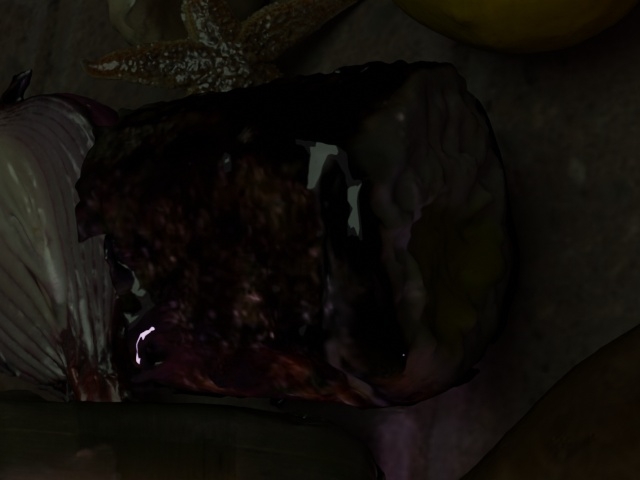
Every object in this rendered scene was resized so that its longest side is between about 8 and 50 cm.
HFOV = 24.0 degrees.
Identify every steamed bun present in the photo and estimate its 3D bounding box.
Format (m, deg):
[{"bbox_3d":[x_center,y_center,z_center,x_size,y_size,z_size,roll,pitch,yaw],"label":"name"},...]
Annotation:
[{"bbox_3d":[-0.152,-0.270,1.539,0.172,0.141,0.155,-54,42,-1],"label":"steamed bun"}]

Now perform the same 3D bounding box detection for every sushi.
[{"bbox_3d":[-0.002,-0.001,1.240,0.294,0.299,0.281,-6,83,32],"label":"sushi"}]

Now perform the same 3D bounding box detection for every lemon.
[{"bbox_3d":[0.160,-0.275,1.292,0.288,0.233,0.233,22,84,37],"label":"lemon"}]

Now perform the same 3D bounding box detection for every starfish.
[{"bbox_3d":[-0.067,-0.154,1.446,0.295,0.048,0.231,-19,78,-12],"label":"starfish"}]

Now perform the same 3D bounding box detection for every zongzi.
[{"bbox_3d":[-0.128,0.300,1.317,0.356,0.393,0.174,3,41,-4],"label":"zongzi"}]

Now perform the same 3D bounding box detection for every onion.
[{"bbox_3d":[-0.232,0.029,1.460,0.267,0.159,0.348,-29,78,29],"label":"onion"}]

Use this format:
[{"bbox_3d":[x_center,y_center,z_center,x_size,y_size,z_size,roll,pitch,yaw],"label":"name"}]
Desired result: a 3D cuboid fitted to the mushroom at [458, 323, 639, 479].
[{"bbox_3d":[0.263,0.145,1.076,0.397,0.224,0.313,2,75,32],"label":"mushroom"}]
